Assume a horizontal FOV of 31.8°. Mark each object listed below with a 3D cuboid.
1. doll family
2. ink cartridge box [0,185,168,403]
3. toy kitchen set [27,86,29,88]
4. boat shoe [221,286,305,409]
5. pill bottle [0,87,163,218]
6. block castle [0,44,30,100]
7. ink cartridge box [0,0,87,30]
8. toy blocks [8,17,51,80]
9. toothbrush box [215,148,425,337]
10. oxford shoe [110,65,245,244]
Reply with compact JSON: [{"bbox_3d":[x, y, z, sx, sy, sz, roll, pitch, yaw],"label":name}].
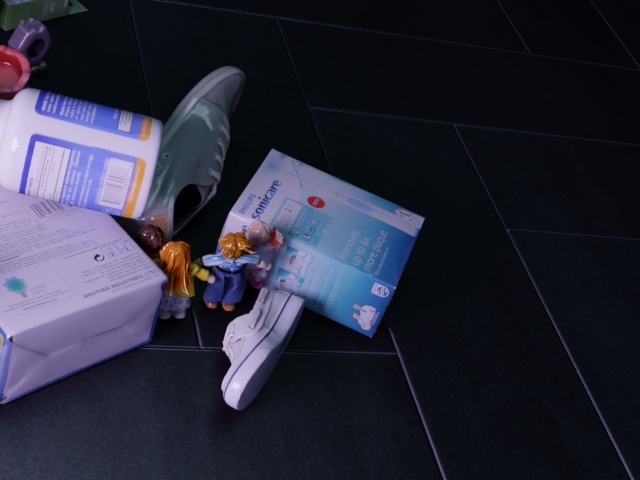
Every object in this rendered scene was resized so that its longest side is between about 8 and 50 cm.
[{"bbox_3d":[-0.169,0.045,1.702,0.263,0.163,0.118,-4,50,-17],"label":"doll family"},{"bbox_3d":[-0.449,0.015,1.631,0.270,0.151,0.395,-21,56,-42],"label":"ink cartridge box"},{"bbox_3d":[-0.572,-0.188,1.882,0.207,0.166,0.122,-29,52,-1],"label":"toy kitchen set"},{"bbox_3d":[-0.103,0.151,1.687,0.088,0.096,0.267,23,37,7],"label":"boat shoe"},{"bbox_3d":[-0.372,-0.131,1.605,0.272,0.152,0.152,13,39,-12],"label":"pill bottle"},{"bbox_3d":[-0.689,-0.257,1.653,0.453,0.213,0.303,-23,72,-23],"label":"block castle"},{"bbox_3d":[-0.569,-0.489,2.230,0.109,0.062,0.209,40,41,21],"label":"ink cartridge box"},{"bbox_3d":[-0.660,-0.442,1.974,0.309,0.260,0.288,38,40,18],"label":"toy blocks"},{"bbox_3d":[0.000,0.000,1.887,0.296,0.126,0.216,24,38,4],"label":"toothbrush box"},{"bbox_3d":[-0.218,-0.137,1.912,0.130,0.169,0.449,23,46,6],"label":"oxford shoe"}]
